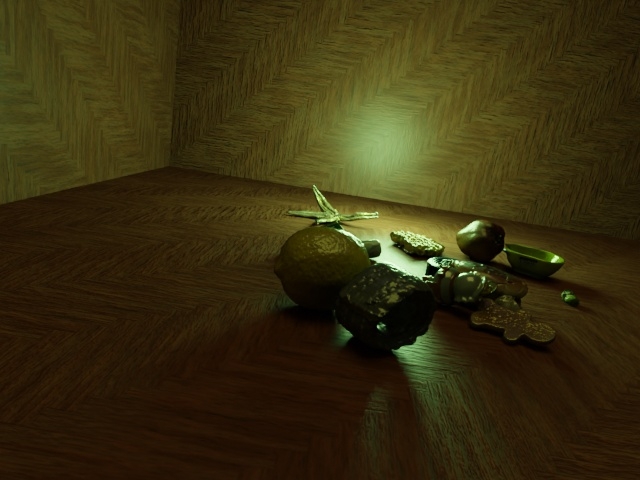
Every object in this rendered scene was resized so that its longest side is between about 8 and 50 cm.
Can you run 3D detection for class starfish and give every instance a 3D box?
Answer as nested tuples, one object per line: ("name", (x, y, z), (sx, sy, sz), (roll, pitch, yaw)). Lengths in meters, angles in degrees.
("starfish", (0.050, -0.166, 2.540), (0.384, 0.132, 0.398), (-12, 38, -37))

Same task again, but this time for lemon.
("lemon", (0.018, 0.081, 1.326), (0.311, 0.253, 0.253), (5, 15, -17))

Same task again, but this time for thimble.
("thimble", (0.170, 0.172, 1.167), (0.237, 0.204, 0.172), (0, 18, -34))

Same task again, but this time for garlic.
("garlic", (0.612, 0.229, 1.465), (0.113, 0.094, 0.074), (12, 47, 12))

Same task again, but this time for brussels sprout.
("brussels sprout", (0.972, 0.222, 1.763), (0.051, 0.046, 0.083), (4, 15, 6))

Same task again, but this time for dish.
("dish", (0.970, 0.104, 2.089), (0.263, 0.108, 0.221), (17, 17, 21))

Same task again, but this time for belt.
("belt", (0.493, 0.122, 1.785), (0.142, 0.082, 0.190), (20, 20, 39))

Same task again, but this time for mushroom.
("mushroom", (0.153, 0.040, 1.906), (0.224, 0.081, 0.092), (-3, -2, -29))

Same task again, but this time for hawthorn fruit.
("hawthorn fruit", (0.773, 0.001, 2.225), (0.208, 0.207, 0.248), (0, -2, -29))

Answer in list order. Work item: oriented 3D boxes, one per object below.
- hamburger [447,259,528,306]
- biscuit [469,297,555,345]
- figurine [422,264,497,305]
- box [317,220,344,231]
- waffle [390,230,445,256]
("hamburger", (0.585, 0.157, 1.615), (0.286, 0.146, 0.243), (18, 11, 33))
("biscuit", (0.576, 0.255, 1.363), (0.241, 0.035, 0.158), (21, 43, 35))
("figurine", (0.446, 0.145, 1.491), (0.144, 0.143, 0.271), (-1, -10, -33))
("box", (0.000, 0.000, 1.829), (0.199, 0.081, 0.135), (-20, 19, -4))
("waffle", (0.467, 0.016, 2.218), (0.284, 0.065, 0.309), (17, 13, 21))
